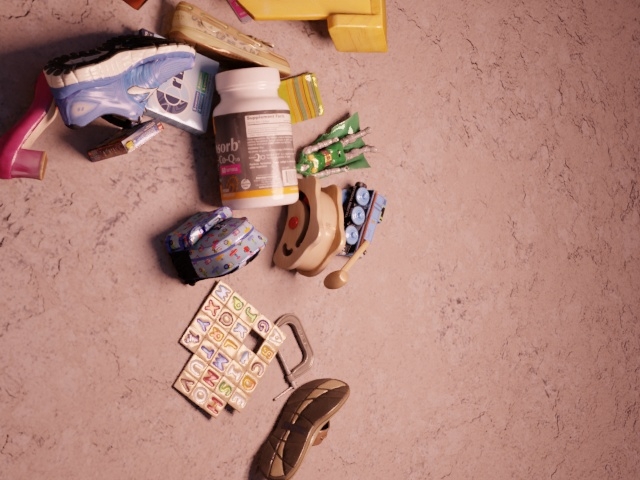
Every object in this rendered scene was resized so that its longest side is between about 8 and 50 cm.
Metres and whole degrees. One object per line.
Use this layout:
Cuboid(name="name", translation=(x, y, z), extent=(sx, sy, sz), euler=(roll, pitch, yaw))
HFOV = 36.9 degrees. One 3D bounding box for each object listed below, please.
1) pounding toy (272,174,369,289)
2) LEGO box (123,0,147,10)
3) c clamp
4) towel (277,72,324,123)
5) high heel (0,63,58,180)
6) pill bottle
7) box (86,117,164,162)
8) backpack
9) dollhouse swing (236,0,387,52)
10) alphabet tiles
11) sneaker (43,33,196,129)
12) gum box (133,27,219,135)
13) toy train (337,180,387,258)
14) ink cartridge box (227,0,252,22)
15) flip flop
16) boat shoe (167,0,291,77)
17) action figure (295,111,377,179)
Cuboid(name="pounding toy", translation=(0.000, 0.000, 2.085), extent=(0.155, 0.154, 0.269), euler=(20, 53, -37))
Cuboid(name="LEGO box", translation=(-0.355, -0.752, 1.791), extent=(0.372, 0.193, 0.500), euler=(34, 64, -22))
Cuboid(name="c clamp", translation=(-0.069, 0.244, 2.067), extent=(0.137, 0.022, 0.160), euler=(-25, 102, -39))
Cuboid(name="towel", translation=(-0.089, -0.300, 2.112), extent=(0.237, 0.021, 0.102), euler=(-23, 99, -39))
Cuboid(name="high heel", translation=(-0.535, -0.219, 1.711), extent=(0.117, 0.082, 0.244), euler=(8, 72, -9))
Cuboid(name="pill bottle", translation=(-0.136, -0.206, 1.962), extent=(0.162, 0.162, 0.278), euler=(-9, 94, -40))
Cuboid(name="box", translation=(-0.365, -0.187, 1.791), extent=(0.094, 0.137, 0.027), euler=(-41, 112, -35))
Cuboid(name="backpack", translation=(-0.199, 0.006, 1.886), extent=(0.158, 0.173, 0.117), euler=(-38, 109, -35))
Cuboid(name="dollhouse swing", translation=(-0.017, -0.601, 2.110), extent=(0.315, 0.305, 0.346), euler=(24, 62, -83))
Cuboid(name="alphabet tiles", translation=(-0.194, 0.232, 1.958), extent=(0.198, 0.009, 0.237), euler=(42, 63, -23))
Cuboid(name="sneaker", translation=(-0.364, -0.292, 1.781), extent=(0.330, 0.130, 0.147), euler=(-30, 128, -43))
Cuboid(name="gum box", translation=(-0.301, -0.315, 1.922), extent=(0.184, 0.041, 0.157), euler=(19, 73, -38))
Cuboid(name="toy train", translation=(0.085, -0.042, 2.194), extent=(0.105, 0.080, 0.184), euler=(33, 65, -39))
Cuboid(name="ink cartridge box", translation=(-0.185, -0.646, 2.046), extent=(0.311, 0.065, 0.186), euler=(54, 55, -20))
Cuboid(name="flip flop", translation=(-0.031, 0.405, 2.039), extent=(0.277, 0.112, 0.080), euler=(-56, 145, -32))
Cuboid(name="boat shoe", translation=(-0.178, -0.410, 1.995), extent=(0.285, 0.105, 0.089), euler=(16, 78, -37))
Cuboid(name="action figure", translation=(0.027, -0.194, 2.176), extent=(0.232, 0.063, 0.137), euler=(-27, 106, -35))
